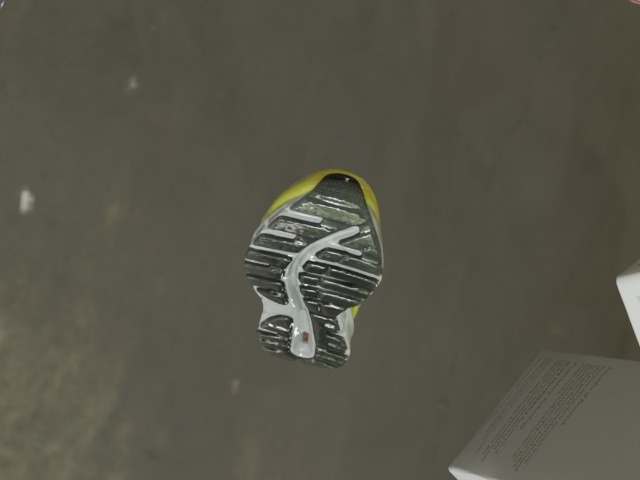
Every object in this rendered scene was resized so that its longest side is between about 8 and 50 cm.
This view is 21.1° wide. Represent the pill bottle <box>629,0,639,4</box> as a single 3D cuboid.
[{"bbox_3d":[0.112,-0.225,0.706,0.229,0.408,0.229,-161,-90,-87],"label":"pill bottle"}]

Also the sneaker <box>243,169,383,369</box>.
[{"bbox_3d":[0.000,0.000,1.074,0.208,0.081,0.094,107,-1,-63],"label":"sneaker"}]

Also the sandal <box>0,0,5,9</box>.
[{"bbox_3d":[-0.310,-0.312,1.487,0.054,0.097,0.254,6,57,-31],"label":"sandal"}]

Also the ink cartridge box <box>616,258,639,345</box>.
[{"bbox_3d":[0.292,0.055,0.965,0.086,0.203,0.148,-28,100,-51],"label":"ink cartridge box"}]

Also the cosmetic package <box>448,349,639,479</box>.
[{"bbox_3d":[0.280,0.213,1.414,0.197,0.365,0.155,44,76,-14],"label":"cosmetic package"}]
